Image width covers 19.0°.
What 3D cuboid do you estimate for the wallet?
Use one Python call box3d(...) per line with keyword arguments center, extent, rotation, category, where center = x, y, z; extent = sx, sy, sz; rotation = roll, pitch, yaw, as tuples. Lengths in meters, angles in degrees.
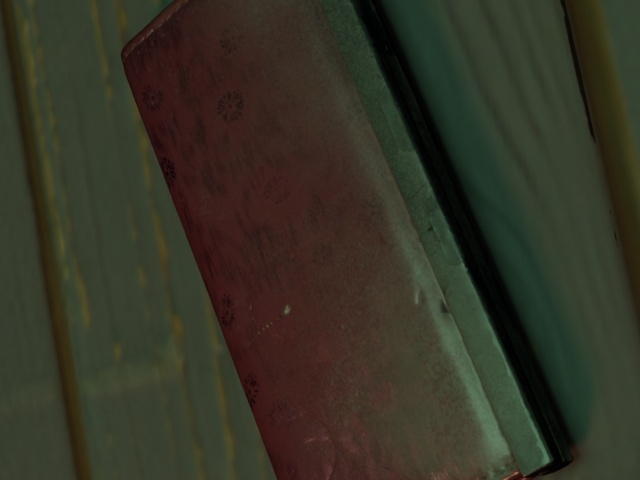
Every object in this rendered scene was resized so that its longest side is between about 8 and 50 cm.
box3d(center=(0.000, 0.000, 0.703), extent=(0.119, 0.025, 0.232), rotation=(-35, 67, 34), category="wallet")
